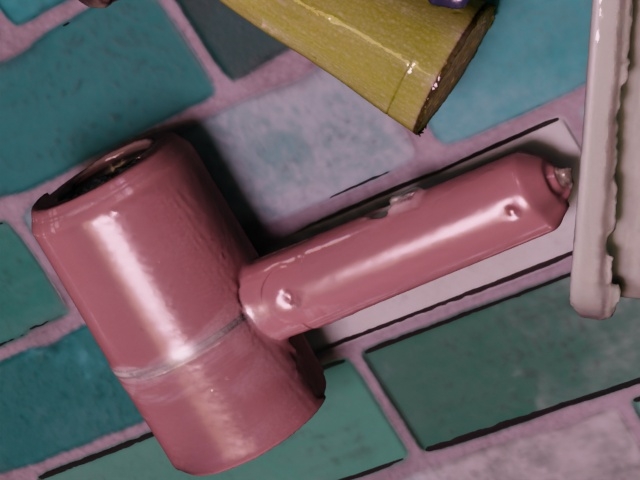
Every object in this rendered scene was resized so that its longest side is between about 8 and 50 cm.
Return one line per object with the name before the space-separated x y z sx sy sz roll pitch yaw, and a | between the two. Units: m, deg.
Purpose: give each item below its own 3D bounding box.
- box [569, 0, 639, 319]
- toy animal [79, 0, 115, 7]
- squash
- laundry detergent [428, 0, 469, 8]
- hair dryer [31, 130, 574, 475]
box | 0.241 -0.108 1.073 0.182 0.175 0.312 7 121 12
toy animal | -0.242 -0.210 1.278 0.343 0.106 0.168 6 114 15
squash | -0.012 -0.151 1.194 0.224 0.094 0.094 28 127 1
laundry detergent | 0.069 -0.259 1.061 0.215 0.105 0.280 20 127 50
hair dryer | 0.000 0.000 1.295 0.352 0.125 0.210 -23 106 24
